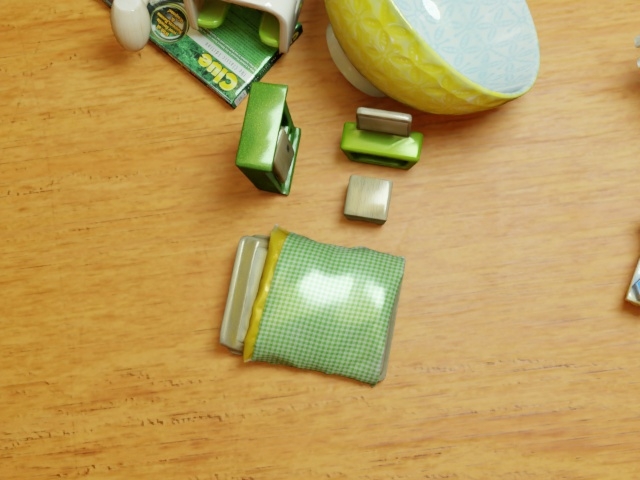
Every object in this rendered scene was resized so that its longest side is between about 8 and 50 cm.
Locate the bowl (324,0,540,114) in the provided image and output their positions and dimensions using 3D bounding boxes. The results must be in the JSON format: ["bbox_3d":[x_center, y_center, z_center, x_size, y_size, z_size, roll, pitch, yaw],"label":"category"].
[{"bbox_3d":[0.098,-0.251,1.018,0.156,0.289,0.289,-33,77,40],"label":"bowl"}]

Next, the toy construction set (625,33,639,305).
[{"bbox_3d":[0.443,-0.088,0.999,0.215,0.151,0.327,-3,91,3],"label":"toy construction set"}]

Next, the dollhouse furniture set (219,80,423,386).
[{"bbox_3d":[0.000,0.000,1.001,0.198,0.151,0.301,10,82,5],"label":"dollhouse furniture set"}]

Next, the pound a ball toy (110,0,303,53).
[{"bbox_3d":[-0.108,-0.368,1.053,0.208,0.136,0.319,16,73,2],"label":"pound a ball toy"}]

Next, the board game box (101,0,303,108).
[{"bbox_3d":[-0.163,-0.297,1.125,0.260,0.030,0.136,40,83,9],"label":"board game box"}]
